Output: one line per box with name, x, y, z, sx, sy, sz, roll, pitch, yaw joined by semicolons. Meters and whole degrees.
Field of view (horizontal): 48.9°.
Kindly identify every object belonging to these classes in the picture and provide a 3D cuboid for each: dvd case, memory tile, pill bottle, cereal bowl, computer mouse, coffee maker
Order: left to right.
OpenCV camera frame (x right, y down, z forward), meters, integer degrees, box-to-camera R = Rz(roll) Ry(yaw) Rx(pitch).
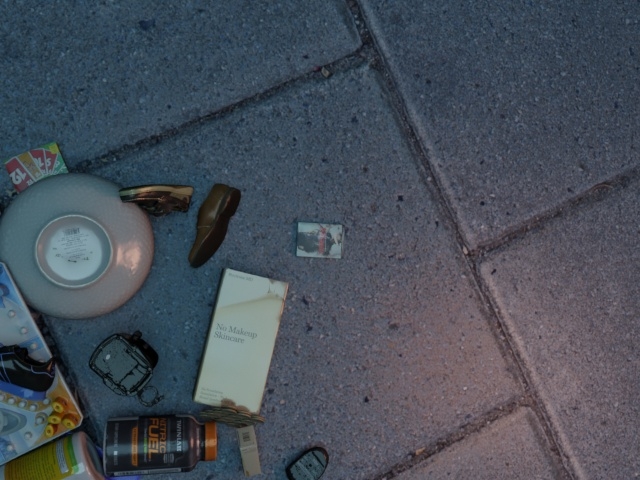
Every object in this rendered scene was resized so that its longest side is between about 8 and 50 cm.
pill bottle;-0.598;0.514;1.488;0.245;0.136;0.136;-22;91;-9
cereal bowl;-0.537;0.018;1.545;0.338;0.141;0.339;-2;97;-15
coffee maker;-0.420;0.286;1.557;0.120;0.178;0.171;-24;89;-9
pill bottle;-0.356;0.457;1.584;0.245;0.130;0.131;-1;86;-11
memory tile;-0.203;0.401;1.602;0.113;0.148;0.012;25;59;-27
computer mouse;-0.079;0.581;1.679;0.242;0.041;0.071;-38;85;-4
dvd case;0.000;0.000;1.739;0.119;0.013;0.087;4;86;-11

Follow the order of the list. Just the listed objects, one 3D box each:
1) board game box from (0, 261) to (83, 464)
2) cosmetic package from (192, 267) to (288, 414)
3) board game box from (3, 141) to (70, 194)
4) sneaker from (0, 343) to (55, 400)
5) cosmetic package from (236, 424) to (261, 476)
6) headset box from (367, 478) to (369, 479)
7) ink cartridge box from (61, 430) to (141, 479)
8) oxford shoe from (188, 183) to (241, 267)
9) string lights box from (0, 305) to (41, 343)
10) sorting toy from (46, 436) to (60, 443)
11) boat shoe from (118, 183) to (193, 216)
board game box;-0.752;0.296;1.440;0.389;0.050;0.390;-26;95;-6
cosmetic package;-0.187;0.231;1.640;0.160;0.113;0.310;13;85;-9
board game box;-0.615;-0.085;1.620;0.124;0.039;0.260;-24;94;-11
sneaker;-0.643;0.242;1.391;0.232;0.081;0.091;20;86;-15
cosmetic package;-0.165;0.486;1.623;0.041;0.060;0.115;-10;129;-10
headset box;0.130;0.764;1.654;0.246;0.131;0.283;42;81;-5
ink cartridge box;-0.541;0.569;1.585;0.206;0.045;0.208;31;81;-6
oxford shoe;-0.266;-0.036;1.674;0.076;0.076;0.212;23;84;22
string lights box;-0.746;0.111;1.530;0.259;0.133;0.077;39;83;-6
sorting toy;-0.659;0.333;1.576;0.132;0.046;0.275;-18;89;-11
boat shoe;-0.362;-0.089;1.588;0.080;0.223;0.074;-1;94;25
